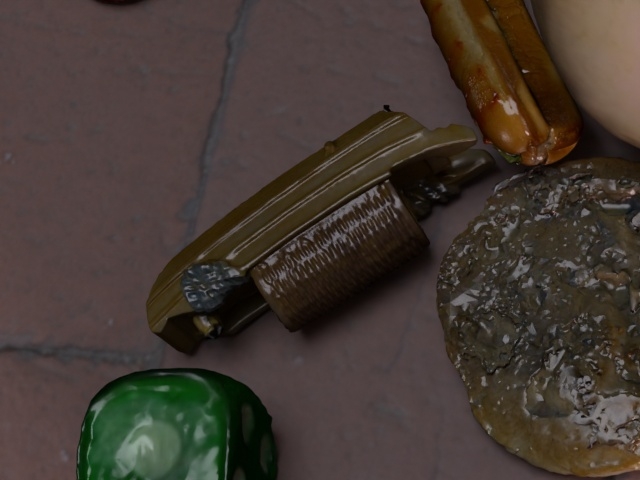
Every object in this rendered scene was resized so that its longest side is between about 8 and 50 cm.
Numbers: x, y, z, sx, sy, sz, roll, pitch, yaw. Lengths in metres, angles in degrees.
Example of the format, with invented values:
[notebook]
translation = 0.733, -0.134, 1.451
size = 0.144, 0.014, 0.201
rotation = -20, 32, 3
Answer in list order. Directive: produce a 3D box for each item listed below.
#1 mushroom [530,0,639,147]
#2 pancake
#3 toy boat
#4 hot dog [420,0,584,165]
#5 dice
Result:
[mushroom]
translation = 0.329, -0.227, 1.320
size = 0.353, 0.325, 0.353
rotation = -30, 45, 35
[pancake]
translation = 0.220, 0.050, 1.379
size = 0.282, 0.049, 0.282
rotation = -10, 59, 18
[toy boat]
translation = 0.000, 0.000, 1.472
size = 0.310, 0.089, 0.115
rotation = -34, 58, 2
[hot dog]
translation = 0.139, -0.153, 1.492
size = 0.076, 0.104, 0.250
rotation = -51, 41, 28
[dice]
translation = -0.109, 0.180, 1.402
size = 0.131, 0.120, 0.128
rotation = -4, 60, 18
